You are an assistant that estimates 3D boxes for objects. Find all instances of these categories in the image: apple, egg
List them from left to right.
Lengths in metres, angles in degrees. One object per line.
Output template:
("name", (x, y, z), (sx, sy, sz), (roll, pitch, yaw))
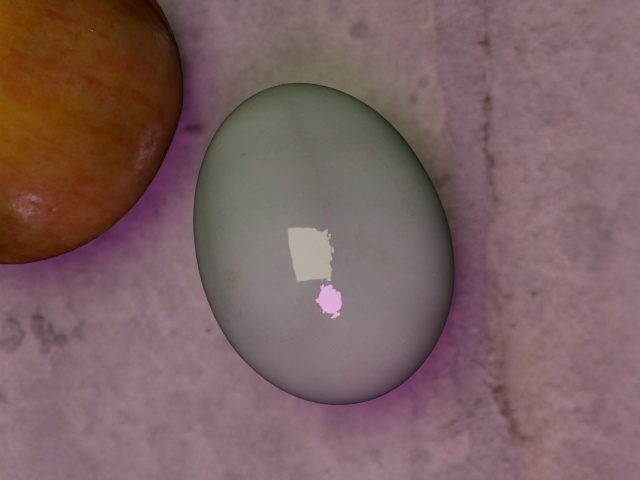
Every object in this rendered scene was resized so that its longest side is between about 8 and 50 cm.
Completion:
("apple", (-0.236, -0.115, 1.404), (0.264, 0.264, 0.264), (-7, 70, 19))
("egg", (0.000, 0.000, 1.314), (0.168, 0.168, 0.231), (-25, 61, 12))
